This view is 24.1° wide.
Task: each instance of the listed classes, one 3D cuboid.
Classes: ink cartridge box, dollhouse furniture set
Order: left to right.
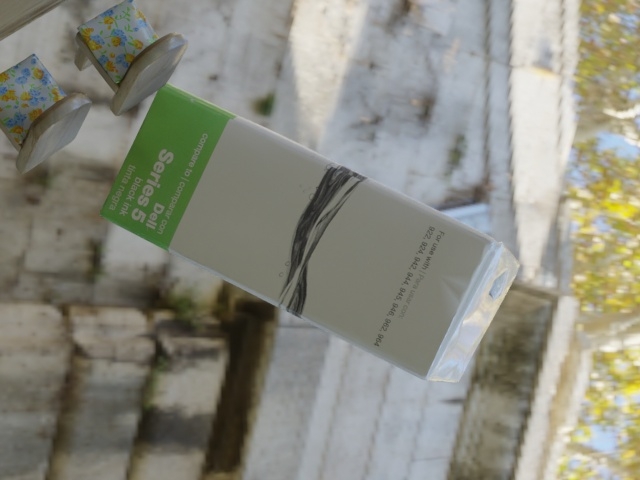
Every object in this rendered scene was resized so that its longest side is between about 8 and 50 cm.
[{"bbox_3d":[-0.224,-0.148,0.882,0.212,0.242,0.161,53,-23,1],"label":"dollhouse furniture set"},{"bbox_3d":[0.000,0.000,1.141,0.273,0.198,0.115,27,-89,13],"label":"ink cartridge box"}]
